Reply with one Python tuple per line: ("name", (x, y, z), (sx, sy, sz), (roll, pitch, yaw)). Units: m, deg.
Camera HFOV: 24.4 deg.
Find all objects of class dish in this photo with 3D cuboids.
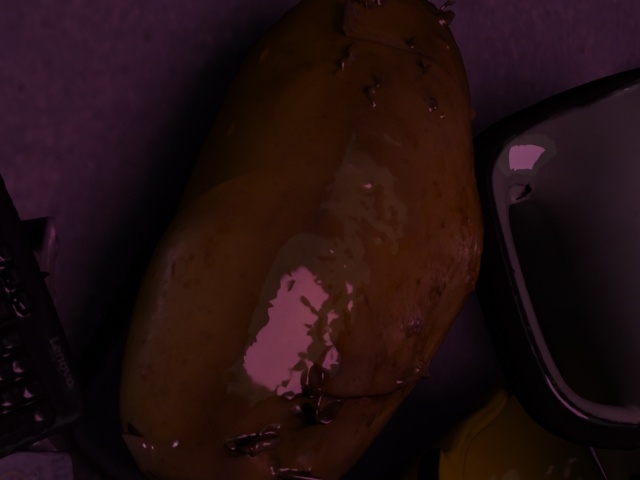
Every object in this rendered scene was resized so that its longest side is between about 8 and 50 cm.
("dish", (0.095, 0.200, 0.830), (0.262, 0.108, 0.221), (-4, 69, -65))

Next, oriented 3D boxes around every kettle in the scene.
("kettle", (0.191, 0.031, 0.892), (0.240, 0.165, 0.255), (-20, 85, -39))

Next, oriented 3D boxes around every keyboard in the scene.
("keyboard", (-0.170, -0.030, 0.607), (0.087, 0.017, 0.250), (-21, 85, -44))

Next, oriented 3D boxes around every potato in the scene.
("potato", (0.000, 0.000, 0.745), (0.173, 0.140, 0.300), (46, 54, -40))

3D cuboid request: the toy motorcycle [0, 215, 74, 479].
("toy motorcycle", (-0.140, 0.087, 0.651), (0.122, 0.080, 0.215), (8, 80, -45))
